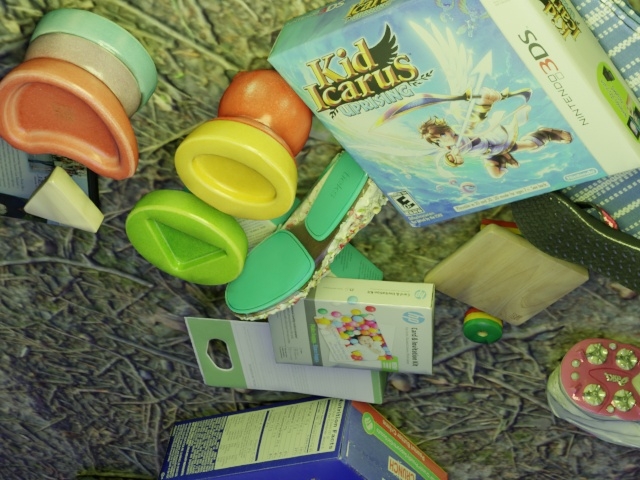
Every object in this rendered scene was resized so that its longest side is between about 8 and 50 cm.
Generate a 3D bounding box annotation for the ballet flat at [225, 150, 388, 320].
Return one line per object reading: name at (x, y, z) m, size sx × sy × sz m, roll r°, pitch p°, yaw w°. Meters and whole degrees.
ballet flat at (0.000, 0.000, 1.509) m, size 0.241 × 0.091 × 0.077 m, roll -46°, pitch 148°, yaw 20°

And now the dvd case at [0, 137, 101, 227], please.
dvd case at (-0.372, -0.088, 1.593) m, size 0.253 × 0.022 × 0.180 m, roll 10°, pitch 144°, yaw 1°

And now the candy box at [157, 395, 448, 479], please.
candy box at (-0.022, 0.341, 2.030) m, size 0.317 × 0.122 × 0.268 m, roll -13°, pitch 138°, yaw 31°

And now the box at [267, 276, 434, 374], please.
box at (0.036, 0.095, 1.630) m, size 0.186 × 0.038 × 0.145 m, roll 3°, pitch 145°, yaw 6°

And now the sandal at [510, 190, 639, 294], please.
sandal at (0.265, -0.005, 1.407) m, size 0.179 × 0.040 × 0.067 m, roll 31°, pitch 133°, yaw 15°

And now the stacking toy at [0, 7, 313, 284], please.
stacking toy at (-0.163, -0.101, 1.454) m, size 0.309 × 0.130 × 0.279 m, roll 22°, pitch 148°, yaw 1°

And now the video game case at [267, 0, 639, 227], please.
video game case at (0.127, -0.136, 1.316) m, size 0.269 × 0.061 × 0.244 m, roll -16°, pitch 127°, yaw 39°

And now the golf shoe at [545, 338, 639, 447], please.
golf shoe at (0.419, 0.209, 1.760) m, size 0.306 × 0.115 × 0.140 m, roll 22°, pitch 155°, yaw -6°

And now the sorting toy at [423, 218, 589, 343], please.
sorting toy at (0.210, 0.023, 1.582) m, size 0.132 × 0.046 × 0.274 m, roll 24°, pitch 143°, yaw -19°

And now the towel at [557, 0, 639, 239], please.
towel at (0.297, -0.091, 1.362) m, size 0.336 × 0.040 × 0.243 m, roll 37°, pitch 141°, yaw -13°

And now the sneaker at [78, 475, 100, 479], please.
sneaker at (-0.251, 0.436, 2.234) m, size 0.300 × 0.121 × 0.111 m, roll 20°, pitch 125°, yaw 19°

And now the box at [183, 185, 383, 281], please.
box at (-0.041, 0.010, 1.614) m, size 0.100 × 0.060 × 0.244 m, roll -19°, pitch 136°, yaw 34°

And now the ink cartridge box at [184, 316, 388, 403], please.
ink cartridge box at (-0.038, 0.130, 1.792) m, size 0.235 × 0.056 × 0.171 m, roll 6°, pitch 145°, yaw 11°
